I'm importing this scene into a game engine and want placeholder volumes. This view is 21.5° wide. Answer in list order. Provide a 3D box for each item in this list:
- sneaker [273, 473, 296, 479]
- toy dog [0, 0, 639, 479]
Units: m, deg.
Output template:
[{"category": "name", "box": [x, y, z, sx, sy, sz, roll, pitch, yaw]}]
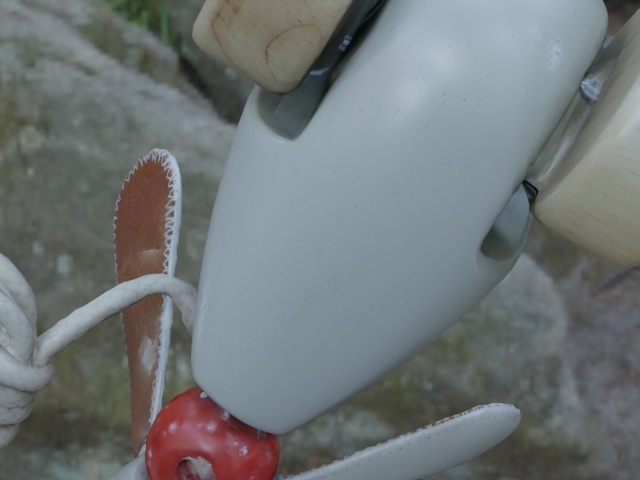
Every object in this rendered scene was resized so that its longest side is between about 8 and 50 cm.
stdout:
[{"category": "sneaker", "box": [0.075, 0.208, 0.884, 0.319, 0.131, 0.112, 12, 62, 49]}, {"category": "toy dog", "box": [0.000, 0.000, 0.584, 0.333, 0.220, 0.161, -35, 11, 25]}]
